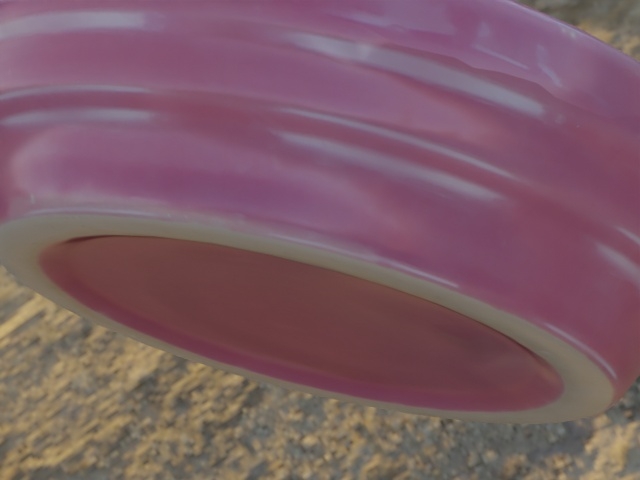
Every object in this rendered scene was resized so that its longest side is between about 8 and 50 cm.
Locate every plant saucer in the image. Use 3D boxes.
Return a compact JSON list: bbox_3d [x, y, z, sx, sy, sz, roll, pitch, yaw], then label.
[{"bbox_3d":[0.000,0.000,0.531,0.332,0.332,0.084,0,68,38],"label":"plant saucer"}]
